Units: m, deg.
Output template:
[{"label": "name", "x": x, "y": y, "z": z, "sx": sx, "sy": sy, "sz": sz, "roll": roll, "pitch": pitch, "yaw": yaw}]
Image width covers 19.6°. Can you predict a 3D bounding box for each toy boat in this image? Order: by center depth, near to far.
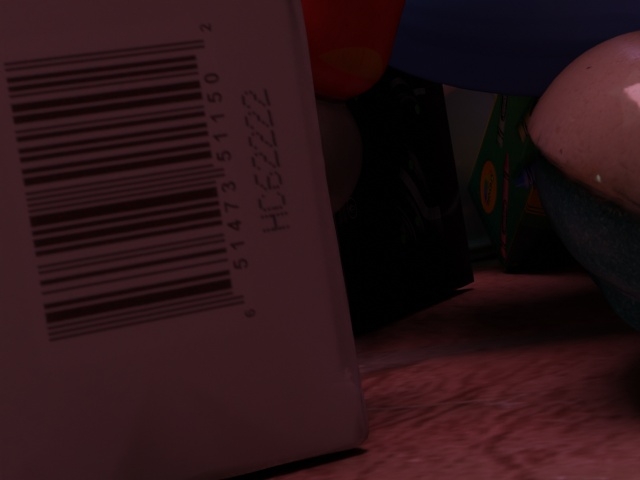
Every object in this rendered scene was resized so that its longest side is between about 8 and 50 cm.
[{"label": "toy boat", "x": 0.113, "y": -0.028, "z": 0.791, "sx": 0.318, "sy": 0.148, "sz": 0.267, "roll": 23, "pitch": 12, "yaw": 12}]

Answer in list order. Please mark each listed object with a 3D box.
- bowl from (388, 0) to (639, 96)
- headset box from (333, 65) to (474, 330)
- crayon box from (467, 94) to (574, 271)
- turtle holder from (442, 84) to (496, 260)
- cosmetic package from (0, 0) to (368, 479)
[{"label": "bowl", "x": 0.179, "y": -0.194, "z": 1.025, "sx": 0.391, "sy": 0.077, "sz": 0.391, "roll": -10, "pitch": 30, "yaw": 6}, {"label": "headset box", "x": -0.024, "y": -0.068, "z": 1.153, "sx": 0.131, "sy": 0.246, "sz": 0.283, "roll": -7, "pitch": 5, "yaw": 28}, {"label": "crayon box", "x": 0.210, "y": -0.101, "z": 1.231, "sx": 0.165, "sy": 0.081, "sz": 0.278, "roll": -11, "pitch": -33, "yaw": -16}, {"label": "turtle holder", "x": 0.079, "y": -0.118, "z": 1.409, "sx": 0.227, "sy": 0.243, "sz": 0.320, "roll": -31, "pitch": -28, "yaw": -16}, {"label": "cosmetic package", "x": -0.166, "y": -0.014, "z": 0.869, "sx": 0.161, "sy": 0.230, "sz": 0.453, "roll": -11, "pitch": 5, "yaw": -28}]
